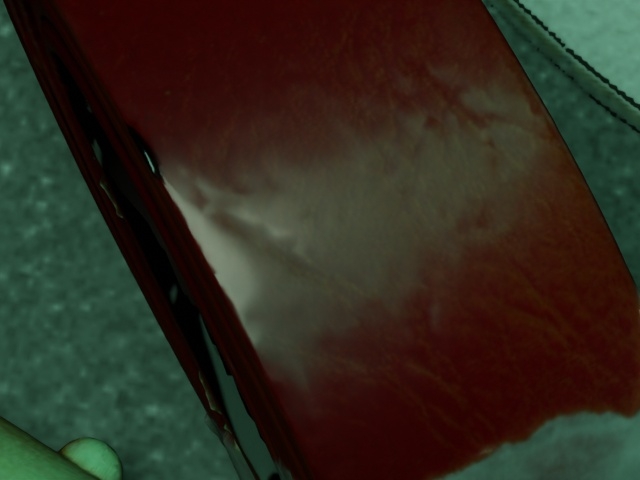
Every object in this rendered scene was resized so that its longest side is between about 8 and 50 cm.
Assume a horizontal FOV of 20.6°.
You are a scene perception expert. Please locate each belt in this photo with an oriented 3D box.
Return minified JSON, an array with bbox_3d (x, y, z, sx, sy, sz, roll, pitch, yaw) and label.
[{"bbox_3d":[0.000,0.000,0.565,0.115,0.227,0.324,-28,67,-9],"label":"belt"}]

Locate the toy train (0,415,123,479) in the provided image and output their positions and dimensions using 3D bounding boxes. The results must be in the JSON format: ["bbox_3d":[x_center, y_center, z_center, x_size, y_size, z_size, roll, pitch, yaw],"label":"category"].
[{"bbox_3d":[-0.121,0.139,0.590,0.285,0.116,0.177,31,62,7],"label":"toy train"}]
